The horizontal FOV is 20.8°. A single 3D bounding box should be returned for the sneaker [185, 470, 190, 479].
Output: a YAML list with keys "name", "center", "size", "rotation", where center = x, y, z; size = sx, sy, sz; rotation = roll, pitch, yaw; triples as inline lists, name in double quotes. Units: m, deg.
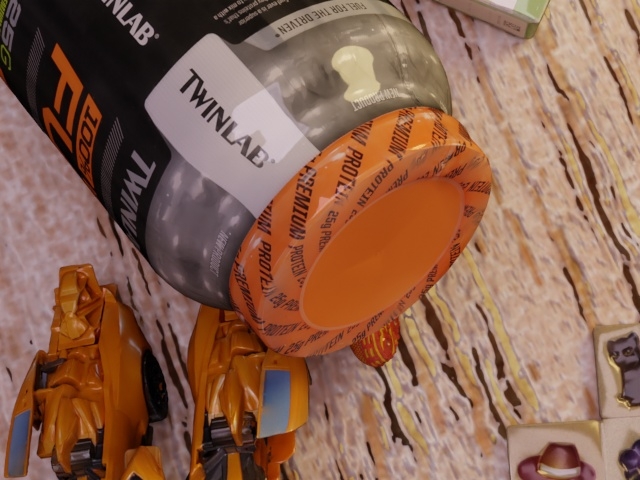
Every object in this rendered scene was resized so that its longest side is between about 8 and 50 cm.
- name: "sneaker"
  center: [-0.150, 0.212, 1.033]
  size: [0.163, 0.086, 0.226]
  rotation: [22, 84, 5]

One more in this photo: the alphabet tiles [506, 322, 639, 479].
- name: "alphabet tiles"
  center: [0.262, 0.216, 1.042]
  size: [0.285, 0.011, 0.342]
  rotation: [-4, 82, 4]

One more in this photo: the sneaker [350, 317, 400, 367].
- name: "sneaker"
  center: [0.000, 0.000, 1.072]
  size: [0.067, 0.064, 0.175]
  rotation: [-26, 74, 15]

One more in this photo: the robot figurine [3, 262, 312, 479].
- name: "robot figurine"
  center: [-0.092, 0.135, 0.969]
  size: [0.211, 0.085, 0.291]
  rotation: [-11, 46, 11]

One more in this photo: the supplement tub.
- name: "supplement tub"
  center: [-0.060, -0.096, 0.972]
  size: [0.193, 0.193, 0.316]
  rotation: [-41, 61, -2]

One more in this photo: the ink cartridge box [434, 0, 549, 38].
- name: "ink cartridge box"
  center: [0.060, -0.249, 1.098]
  size: [0.235, 0.056, 0.171]
  rotation: [24, 85, 5]
